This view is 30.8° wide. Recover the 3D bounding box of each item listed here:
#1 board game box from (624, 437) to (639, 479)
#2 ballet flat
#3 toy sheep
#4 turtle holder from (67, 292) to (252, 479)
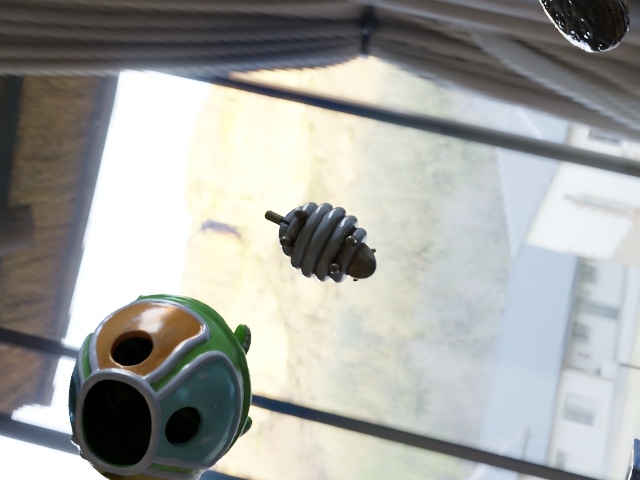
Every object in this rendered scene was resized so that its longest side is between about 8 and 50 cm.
[{"bbox_3d":[0.475,0.353,1.543,0.060,0.194,0.194,-67,-32,-52],"label":"board game box"},{"bbox_3d":[0.211,-0.230,1.007,0.250,0.058,0.084,-118,11,-61],"label":"ballet flat"},{"bbox_3d":[0.000,0.000,1.200,0.091,0.132,0.091,-55,-10,-15],"label":"toy sheep"},{"bbox_3d":[-0.237,0.235,1.550,0.320,0.243,0.227,-58,-7,17],"label":"turtle holder"}]
